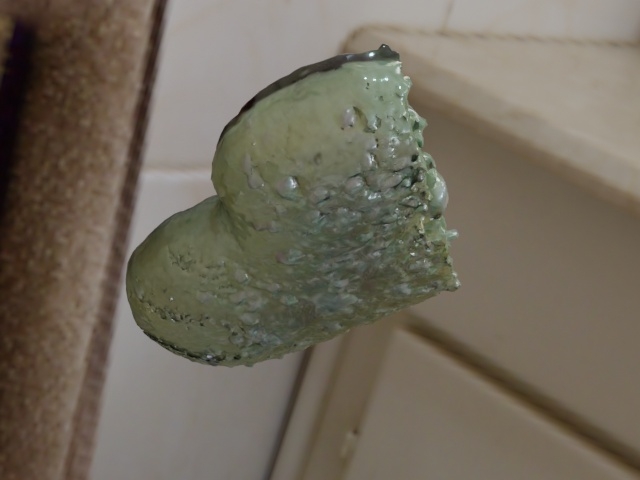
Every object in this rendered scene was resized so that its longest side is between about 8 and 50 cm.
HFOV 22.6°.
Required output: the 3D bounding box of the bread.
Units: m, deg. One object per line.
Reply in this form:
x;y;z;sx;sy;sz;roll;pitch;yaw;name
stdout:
0.000;0.000;0.853;0.172;0.232;0.064;11;47;-34;bread
